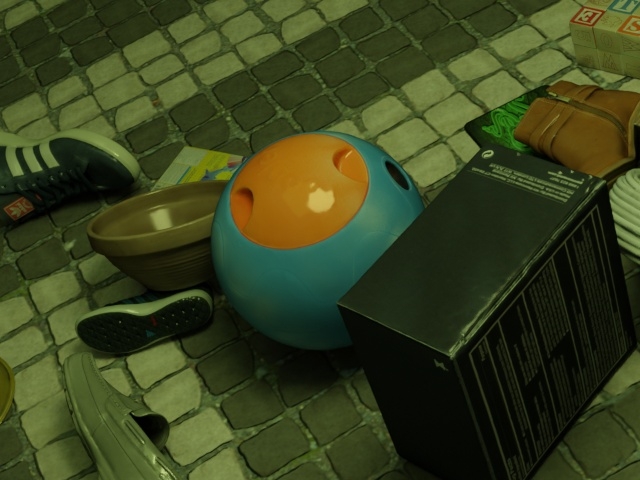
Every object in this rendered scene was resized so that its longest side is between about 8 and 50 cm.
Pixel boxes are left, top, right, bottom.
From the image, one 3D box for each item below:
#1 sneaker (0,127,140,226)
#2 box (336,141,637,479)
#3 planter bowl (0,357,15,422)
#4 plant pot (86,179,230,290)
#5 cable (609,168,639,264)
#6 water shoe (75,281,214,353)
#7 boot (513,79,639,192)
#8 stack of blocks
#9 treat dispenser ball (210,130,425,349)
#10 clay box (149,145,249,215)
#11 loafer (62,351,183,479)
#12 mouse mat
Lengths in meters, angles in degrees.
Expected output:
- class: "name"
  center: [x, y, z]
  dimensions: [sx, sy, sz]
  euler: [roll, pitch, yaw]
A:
- class: "sneaker"
  center: [-0.452, -0.090, 2.266]
  dimensions: [0.350, 0.131, 0.148]
  euler: [1, 53, 32]
- class: "box"
  center: [0.203, 0.098, 1.644]
  dimensions: [0.182, 0.296, 0.294]
  euler: [22, 57, 38]
- class: "planter bowl"
  center: [-0.555, 0.214, 2.004]
  dimensions: [0.217, 0.090, 0.217]
  euler: [-12, 43, 11]
- class: "plant pot"
  center: [-0.209, 0.001, 2.014]
  dimensions: [0.237, 0.110, 0.237]
  euler: [-11, 18, 4]
- class: "cable"
  center: [0.463, 0.003, 1.693]
  dimensions: [0.257, 0.257, 0.089]
  euler: [30, 106, 22]
- class: "water shoe"
  center: [-0.249, 0.108, 2.015]
  dimensions: [0.203, 0.073, 0.080]
  euler: [-11, 22, 6]
- class: "boot"
  center: [0.354, -0.126, 1.951]
  dimensions: [0.220, 0.109, 0.283]
  euler: [25, 58, 37]
- class: "stack of blocks"
  center: [0.546, -0.317, 2.094]
  dimensions: [0.297, 0.087, 0.171]
  euler: [20, 56, 38]
- class: "treat dispenser ball"
  center: [0.000, 0.000, 1.841]
  dimensions: [0.288, 0.288, 0.288]
  euler: [-12, 42, 11]
- class: "clay box"
  center: [-0.148, -0.072, 2.158]
  dimensions: [0.222, 0.053, 0.127]
  euler: [13, 54, 32]
- class: "loafer"
  center: [-0.250, 0.257, 1.821]
  dimensions: [0.111, 0.112, 0.319]
  euler: [-25, 49, -11]
- class: "mouse mat"
  center: [0.316, -0.157, 2.086]
  dimensions: [0.152, 0.007, 0.190]
  euler: [-27, 41, -5]
